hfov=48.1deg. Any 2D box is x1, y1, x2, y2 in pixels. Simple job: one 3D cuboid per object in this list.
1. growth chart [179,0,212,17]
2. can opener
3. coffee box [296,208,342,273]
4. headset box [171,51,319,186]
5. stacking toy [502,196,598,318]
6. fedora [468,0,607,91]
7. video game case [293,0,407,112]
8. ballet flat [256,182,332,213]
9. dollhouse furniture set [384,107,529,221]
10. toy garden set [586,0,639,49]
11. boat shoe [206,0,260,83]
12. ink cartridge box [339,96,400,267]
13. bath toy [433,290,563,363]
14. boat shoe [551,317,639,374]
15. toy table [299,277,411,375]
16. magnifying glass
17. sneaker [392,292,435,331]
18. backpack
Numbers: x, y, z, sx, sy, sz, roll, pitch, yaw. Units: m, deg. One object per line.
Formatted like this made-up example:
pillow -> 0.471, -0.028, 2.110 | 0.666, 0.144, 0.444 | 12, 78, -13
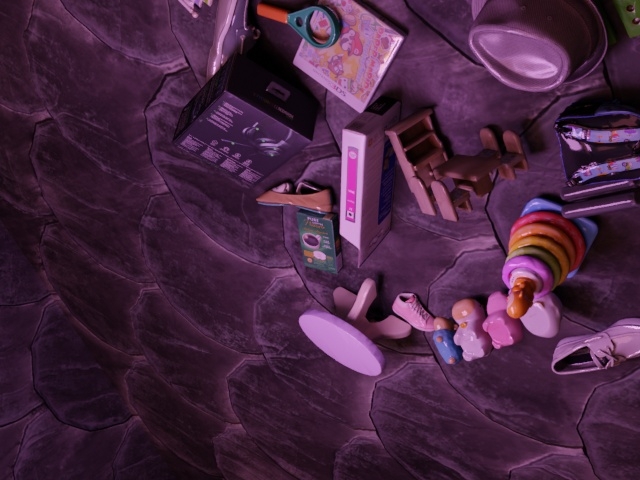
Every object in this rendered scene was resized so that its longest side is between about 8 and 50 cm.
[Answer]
growth chart -> -0.290, -0.637, 1.675 | 0.172, 0.021, 0.237 | 51, 137, 2
can opener -> 0.615, -0.093, 1.403 | 0.283, 0.095, 0.076 | -12, 76, 51
coffee box -> 0.000, 0.000, 1.959 | 0.113, 0.040, 0.184 | 13, 130, 28
headset box -> -0.176, -0.287, 1.727 | 0.246, 0.131, 0.283 | 27, 144, -26
stacking toy -> 0.443, 0.062, 1.490 | 0.166, 0.302, 0.175 | 26, 135, 17
fedora -> 0.369, -0.366, 1.301 | 0.275, 0.124, 0.243 | 33, 153, 14
video game case -> 0.059, -0.425, 1.595 | 0.206, 0.026, 0.227 | 37, 136, 6
ballet flat -> -0.067, -0.120, 1.906 | 0.232, 0.080, 0.073 | 10, 100, 28
dollhouse furniture set -> 0.267, -0.179, 1.505 | 0.242, 0.212, 0.161 | 21, 141, 60
toy garden set -> 0.534, -0.450, 1.190 | 0.244, 0.049, 0.204 | -10, 126, 47
boat shoe -> -0.198, -0.491, 1.706 | 0.099, 0.116, 0.319 | 3, 131, -21
ink cartridge box -> 0.114, -0.131, 1.673 | 0.069, 0.176, 0.371 | 18, 132, 25
bath toy -> 0.435, 0.191, 1.731 | 0.348, 0.129, 0.151 | -27, 85, 45
boat shoe -> 0.650, 0.252, 1.643 | 0.267, 0.088, 0.096 | -21, 108, 44
toy table -> 0.097, 0.232, 1.953 | 0.274, 0.161, 0.252 | 34, 149, 20
magnifying glass -> -0.052, -0.491, 1.597 | 0.231, 0.026, 0.092 | 28, 132, 32
sneaker -> 0.255, 0.188, 1.910 | 0.134, 0.051, 0.070 | 30, 141, 19
backpack -> 0.547, -0.190, 1.352 | 0.173, 0.117, 0.158 | -2, 121, 38
